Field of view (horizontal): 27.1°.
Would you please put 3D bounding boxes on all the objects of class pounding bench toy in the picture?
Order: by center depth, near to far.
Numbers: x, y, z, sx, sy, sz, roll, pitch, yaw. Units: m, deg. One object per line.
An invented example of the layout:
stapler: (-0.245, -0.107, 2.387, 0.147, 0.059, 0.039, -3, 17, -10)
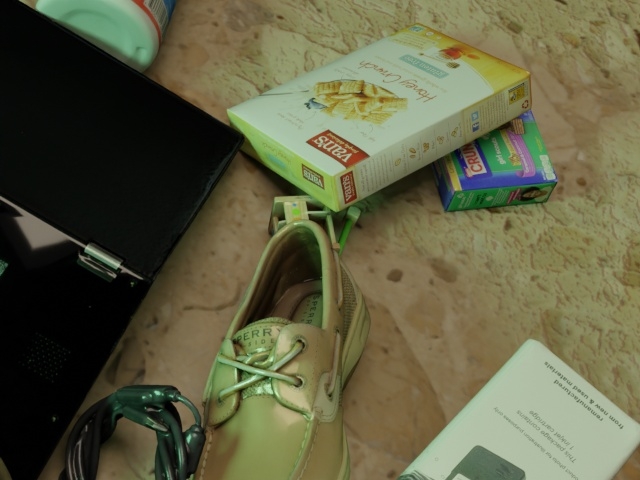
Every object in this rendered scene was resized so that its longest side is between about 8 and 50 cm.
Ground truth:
pounding bench toy: (0.000, 0.000, 1.200, 0.083, 0.052, 0.065, -3, 57, -12)

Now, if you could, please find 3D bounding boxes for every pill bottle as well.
pill bottle: (-0.193, -0.277, 1.309, 0.124, 0.124, 0.222, 14, 54, -1)

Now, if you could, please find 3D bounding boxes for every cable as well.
cable: (-0.145, 0.183, 0.999, 0.047, 0.184, 0.151, 11, 78, -35)

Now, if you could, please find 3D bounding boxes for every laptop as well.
laptop: (-0.326, -0.017, 1.109, 0.382, 0.236, 0.408, 30, 89, -3)

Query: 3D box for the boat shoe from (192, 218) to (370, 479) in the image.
boat shoe: (-0.041, 0.112, 1.021, 0.121, 0.110, 0.341, -10, 32, 16)

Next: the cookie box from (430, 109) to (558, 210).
cookie box: (0.164, -0.079, 1.290, 0.107, 0.040, 0.092, -7, 58, -14)

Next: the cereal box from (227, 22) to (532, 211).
cereal box: (0.056, -0.124, 1.258, 0.240, 0.047, 0.173, -28, 39, -26)

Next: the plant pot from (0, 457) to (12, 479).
plant pot: (-0.375, 0.265, 0.825, 0.280, 0.323, 0.323, 2, 54, 10)

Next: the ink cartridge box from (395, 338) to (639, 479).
ink cartridge box: (0.091, 0.231, 0.972, 0.115, 0.198, 0.273, 40, 59, 15)
